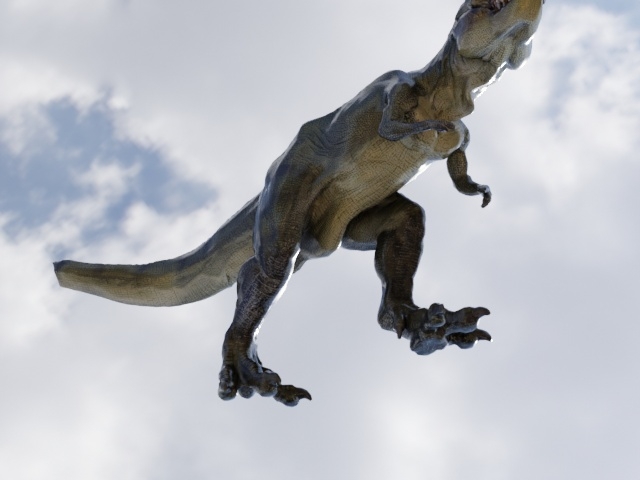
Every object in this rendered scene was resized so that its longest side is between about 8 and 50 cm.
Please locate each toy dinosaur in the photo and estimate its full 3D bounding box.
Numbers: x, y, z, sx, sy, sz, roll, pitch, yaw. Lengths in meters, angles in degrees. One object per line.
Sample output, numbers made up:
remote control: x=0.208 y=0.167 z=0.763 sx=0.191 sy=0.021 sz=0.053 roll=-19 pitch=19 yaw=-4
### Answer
toy dinosaur: x=0.000 y=0.000 z=0.623 sx=0.064 sy=0.268 sz=0.118 roll=25 pitch=-138 yaw=-46
